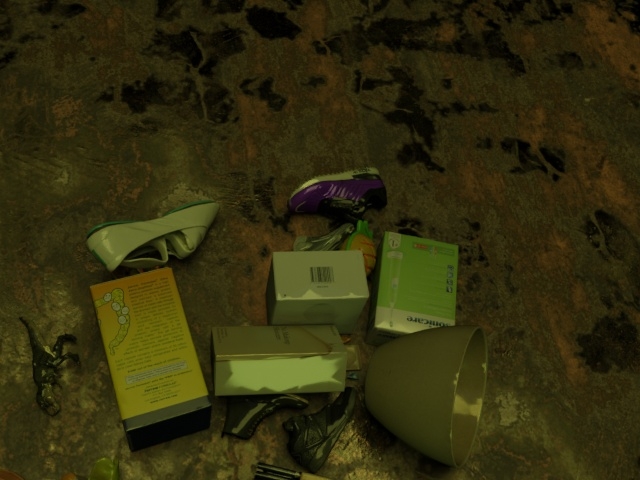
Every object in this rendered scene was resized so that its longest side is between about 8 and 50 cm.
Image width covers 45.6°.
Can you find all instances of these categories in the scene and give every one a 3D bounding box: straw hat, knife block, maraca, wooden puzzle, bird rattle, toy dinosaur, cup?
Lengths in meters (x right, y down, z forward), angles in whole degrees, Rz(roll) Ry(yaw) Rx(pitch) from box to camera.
[{"bbox_3d":[-0.515,0.066,1.944,0.061,0.144,0.144,-23,60,24],"label":"straw hat"},{"bbox_3d":[-0.008,0.561,1.716,0.276,0.088,0.242,-31,77,-8],"label":"knife block"},{"bbox_3d":[0.105,0.030,2.048,0.099,0.127,0.185,1,48,27],"label":"maraca"},{"bbox_3d":[0.066,0.300,1.947,0.079,0.014,0.116,3,61,-3],"label":"wooden puzzle"},{"bbox_3d":[-0.473,0.585,1.600,0.143,0.207,0.253,-28,58,-3],"label":"bird rattle"},{"bbox_3d":[-0.639,0.276,1.816,0.118,0.064,0.268,-19,62,-11],"label":"toy dinosaur"},{"bbox_3d":[0.243,0.349,1.805,0.237,0.331,0.331,6,57,23],"label":"cup"}]

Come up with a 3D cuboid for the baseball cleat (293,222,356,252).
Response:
[{"bbox_3d":[0.000,0.000,2.070,0.109,0.072,0.206,34,54,22],"label":"baseball cleat"}]

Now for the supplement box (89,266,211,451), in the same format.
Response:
[{"bbox_3d":[-0.397,0.275,1.778,0.195,0.194,0.356,-14,64,-17],"label":"supplement box"}]

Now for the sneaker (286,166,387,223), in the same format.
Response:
[{"bbox_3d":[0.058,-0.107,2.120,0.294,0.102,0.146,-16,66,-17],"label":"sneaker"}]

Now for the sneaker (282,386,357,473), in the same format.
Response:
[{"bbox_3d":[-0.005,0.426,1.822,0.130,0.087,0.227,34,67,3],"label":"sneaker"}]

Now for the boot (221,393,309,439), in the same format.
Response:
[{"bbox_3d":[-0.133,0.420,1.820,0.198,0.077,0.137,7,64,9],"label":"boot"}]

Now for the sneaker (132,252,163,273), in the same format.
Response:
[{"bbox_3d":[-0.429,0.068,1.952,0.065,0.061,0.157,-33,76,23],"label":"sneaker"}]

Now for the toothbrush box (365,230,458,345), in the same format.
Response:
[{"bbox_3d":[0.243,0.139,2.003,0.206,0.122,0.283,10,59,-4],"label":"toothbrush box"}]

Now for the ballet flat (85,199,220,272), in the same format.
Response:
[{"bbox_3d":[-0.398,0.000,1.924,0.400,0.139,0.139,-17,63,-46],"label":"ballet flat"}]

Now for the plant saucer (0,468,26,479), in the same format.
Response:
[{"bbox_3d":[-0.718,0.590,1.639,0.200,0.037,0.199,4,61,-7],"label":"plant saucer"}]

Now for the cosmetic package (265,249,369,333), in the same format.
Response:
[{"bbox_3d":[-0.015,0.135,1.902,0.224,0.224,0.138,-1,59,-10],"label":"cosmetic package"}]

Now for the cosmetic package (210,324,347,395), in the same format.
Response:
[{"bbox_3d":[-0.104,0.284,1.825,0.310,0.113,0.160,-1,20,-12],"label":"cosmetic package"}]
